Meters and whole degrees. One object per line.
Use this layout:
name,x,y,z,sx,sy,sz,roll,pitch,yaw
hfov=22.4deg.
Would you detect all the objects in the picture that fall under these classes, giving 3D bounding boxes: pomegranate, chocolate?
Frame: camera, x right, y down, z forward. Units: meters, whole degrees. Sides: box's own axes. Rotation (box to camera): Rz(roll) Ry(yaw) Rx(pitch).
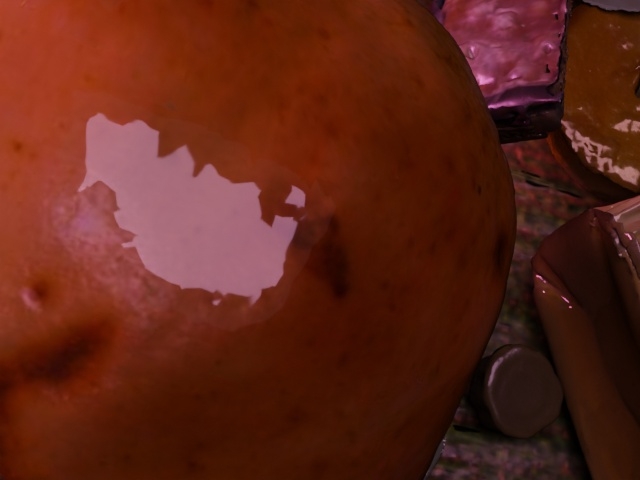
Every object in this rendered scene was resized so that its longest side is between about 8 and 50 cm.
pomegranate,-0.094,-0.007,0.804,0.410,0.410,0.410,5,69,-13
chocolate,0.127,-0.185,1.033,0.102,0.065,0.329,-7,51,26

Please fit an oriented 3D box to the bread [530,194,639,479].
bread,0.218,0.092,0.954,0.107,0.136,0.241,-13,75,-21

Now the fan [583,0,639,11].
fan,0.261,-0.260,1.125,0.310,0.010,0.182,-39,60,-23

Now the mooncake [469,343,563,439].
mooncake,0.068,-0.048,1.007,0.150,0.057,0.347,7,66,-26

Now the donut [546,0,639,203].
donut,0.221,-0.093,1.062,0.178,0.065,0.162,-30,76,-22

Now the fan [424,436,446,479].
fan,0.040,0.130,0.962,0.113,0.005,0.175,-34,81,-24
